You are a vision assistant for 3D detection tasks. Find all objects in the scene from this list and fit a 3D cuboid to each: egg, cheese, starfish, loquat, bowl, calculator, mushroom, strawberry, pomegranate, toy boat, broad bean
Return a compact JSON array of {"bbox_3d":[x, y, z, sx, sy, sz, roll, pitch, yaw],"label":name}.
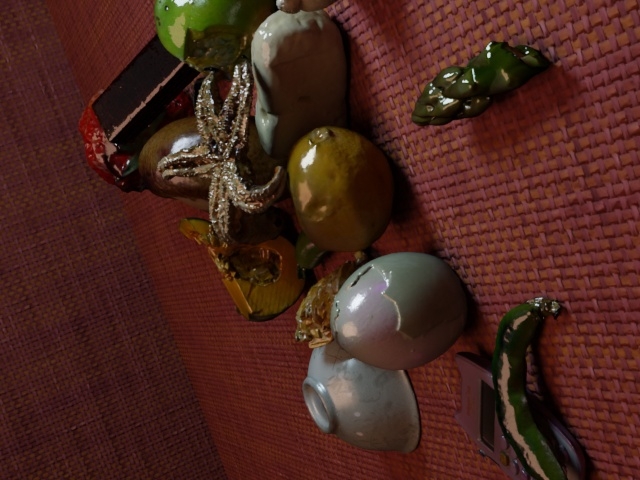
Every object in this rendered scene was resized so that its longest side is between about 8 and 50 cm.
[{"bbox_3d":[0.114,0.114,1.663,0.183,0.217,0.183,48,148,43],"label":"egg"},{"bbox_3d":[-0.038,-0.258,1.755,0.093,0.159,0.263,45,148,38],"label":"cheese"},{"bbox_3d":[-0.162,-0.151,1.782,0.312,0.113,0.303,-27,76,52],"label":"starfish"},{"bbox_3d":[0.033,-0.080,1.738,0.187,0.176,0.234,-73,-33,-54],"label":"loquat"},{"bbox_3d":[0.053,0.299,2.103,0.313,0.146,0.313,53,156,37],"label":"bowl"},{"bbox_3d":[0.305,0.296,1.621,0.294,0.043,0.194,41,146,45],"label":"calculator"},{"bbox_3d":[-0.162,-0.110,2.046,0.345,0.345,0.259,-169,77,-66],"label":"mushroom"},{"bbox_3d":[-0.450,-0.275,2.584,0.310,0.292,0.292,39,146,36],"label":"strawberry"},{"bbox_3d":[-0.147,-0.385,1.877,0.302,0.236,0.236,22,138,21],"label":"pomegranate"},{"bbox_3d":[-0.254,-0.299,2.397,0.061,0.060,0.137,-103,9,-53],"label":"toy boat"},{"bbox_3d":[0.291,0.212,1.499,0.144,0.049,0.292,17,114,60],"label":"broad bean"}]

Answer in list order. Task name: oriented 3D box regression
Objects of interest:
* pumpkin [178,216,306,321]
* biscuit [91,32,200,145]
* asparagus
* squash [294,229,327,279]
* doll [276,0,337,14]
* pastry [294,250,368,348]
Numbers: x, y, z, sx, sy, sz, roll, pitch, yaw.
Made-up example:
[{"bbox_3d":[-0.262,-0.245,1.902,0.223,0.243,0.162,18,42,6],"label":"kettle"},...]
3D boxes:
[{"bbox_3d":[-0.175,0.067,2.252,0.139,0.280,0.190,167,114,-73],"label":"pumpkin"},{"bbox_3d":[-0.351,-0.352,2.294,0.388,0.073,0.107,-38,72,34],"label":"biscuit"},{"bbox_3d":[0.193,-0.199,1.359,0.287,0.080,0.080,-29,83,61],"label":"asparagus"},{"bbox_3d":[-0.001,-0.002,2.041,0.318,0.071,0.080,136,130,-65],"label":"squash"},{"bbox_3d":[0.014,-0.464,1.519,0.149,0.175,0.278,15,124,18],"label":"doll"},{"bbox_3d":[0.042,0.102,1.959,0.102,0.154,0.250,39,144,-3],"label":"pastry"}]
